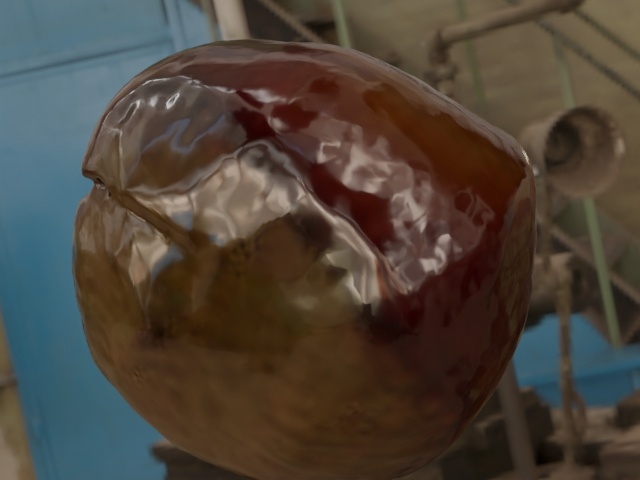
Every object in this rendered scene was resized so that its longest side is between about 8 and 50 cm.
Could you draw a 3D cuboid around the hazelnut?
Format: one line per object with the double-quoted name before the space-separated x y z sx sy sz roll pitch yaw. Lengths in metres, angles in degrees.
"hazelnut" 0.000 0.000 0.609 0.208 0.208 0.208 -12 6 1
